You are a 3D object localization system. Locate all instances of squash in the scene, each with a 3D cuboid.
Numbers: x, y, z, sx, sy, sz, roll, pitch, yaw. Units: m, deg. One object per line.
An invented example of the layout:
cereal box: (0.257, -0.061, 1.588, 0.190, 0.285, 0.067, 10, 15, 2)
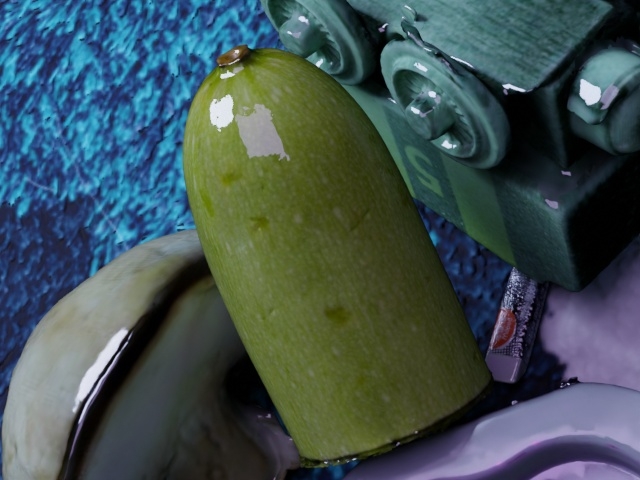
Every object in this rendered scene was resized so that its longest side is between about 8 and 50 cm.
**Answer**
squash: (0.000, 0.000, 0.784, 0.132, 0.132, 0.247, -21, 98, 15)

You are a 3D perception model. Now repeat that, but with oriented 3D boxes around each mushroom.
mushroom: (-0.119, 0.105, 0.868, 0.164, 0.189, 0.267, 9, 70, 45)

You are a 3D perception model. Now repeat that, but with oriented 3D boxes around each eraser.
eraser: (0.131, 0.048, 0.874, 0.027, 0.019, 0.099, 8, 69, 29)

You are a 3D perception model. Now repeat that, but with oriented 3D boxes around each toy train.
toy train: (0.094, -0.108, 0.838, 0.167, 0.238, 0.299, -42, 51, -13)

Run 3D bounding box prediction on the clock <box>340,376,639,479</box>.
clock: (0.130, 0.250, 0.717, 0.338, 0.102, 0.339, -12, 60, 21)
